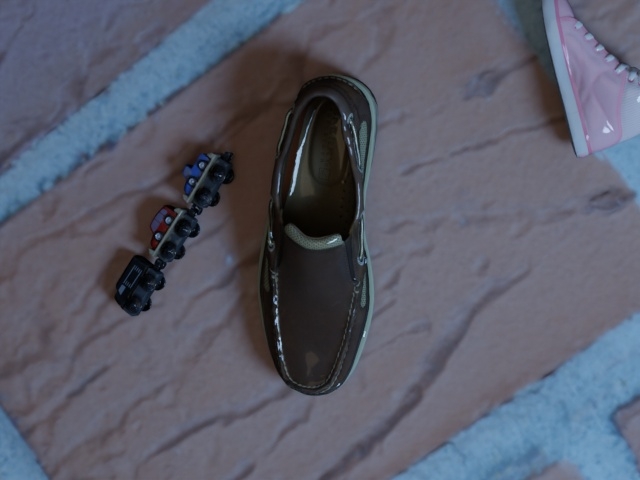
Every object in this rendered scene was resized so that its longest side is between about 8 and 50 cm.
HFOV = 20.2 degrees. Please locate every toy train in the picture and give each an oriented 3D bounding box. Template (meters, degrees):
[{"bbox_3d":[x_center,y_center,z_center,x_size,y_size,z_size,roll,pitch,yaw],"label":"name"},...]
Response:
[{"bbox_3d":[-0.120,-0.010,1.454,0.036,0.027,0.158,37,101,15],"label":"toy train"}]

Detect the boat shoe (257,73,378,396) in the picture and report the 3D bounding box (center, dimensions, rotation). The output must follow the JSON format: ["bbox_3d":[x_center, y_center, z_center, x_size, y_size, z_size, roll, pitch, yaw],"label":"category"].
[{"bbox_3d":[-0.008,-0.001,1.399,0.095,0.095,0.257,2,96,9],"label":"boat shoe"}]

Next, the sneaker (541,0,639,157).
[{"bbox_3d":[0.212,-0.135,1.371,0.070,0.051,0.134,-14,97,9],"label":"sneaker"}]
